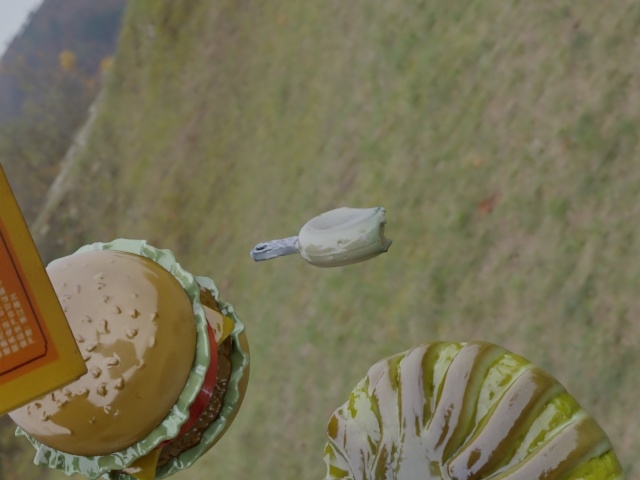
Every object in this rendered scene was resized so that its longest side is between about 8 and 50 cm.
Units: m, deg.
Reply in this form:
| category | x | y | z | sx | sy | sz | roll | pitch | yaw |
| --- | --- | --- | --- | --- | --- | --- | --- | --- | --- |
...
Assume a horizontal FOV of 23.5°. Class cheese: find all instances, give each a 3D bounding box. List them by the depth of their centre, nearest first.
| category | x | y | z | sx | sy | sz | roll | pitch | yaw |
| --- | --- | --- | --- | --- | --- | --- | --- | --- | --- |
| cheese | 0.004 | -0.003 | 1.739 | 0.171 | 0.048 | 0.092 | -3 | 22 | 42 |

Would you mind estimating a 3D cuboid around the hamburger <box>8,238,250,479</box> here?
| category | x | y | z | sx | sy | sz | roll | pitch | yaw |
| --- | --- | --- | --- | --- | --- | --- | --- | --- | --- |
| hamburger | -0.229 | 0.131 | 1.699 | 0.274 | 0.274 | 0.212 | -58 | -29 | -3 |

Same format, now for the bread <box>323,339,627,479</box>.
| category | x | y | z | sx | sy | sz | roll | pitch | yaw |
| --- | --- | --- | --- | --- | --- | --- | --- | --- | --- |
| bread | 0.132 | 0.244 | 1.430 | 0.160 | 0.333 | 0.333 | -13 | -27 | -46 |

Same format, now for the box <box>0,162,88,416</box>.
| category | x | y | z | sx | sy | sz | roll | pitch | yaw |
| --- | --- | --- | --- | --- | --- | --- | --- | --- | --- |
| box | -0.335 | 0.011 | 0.970 | 0.213 | 0.284 | 0.259 | -23 | 3 | -37 |
